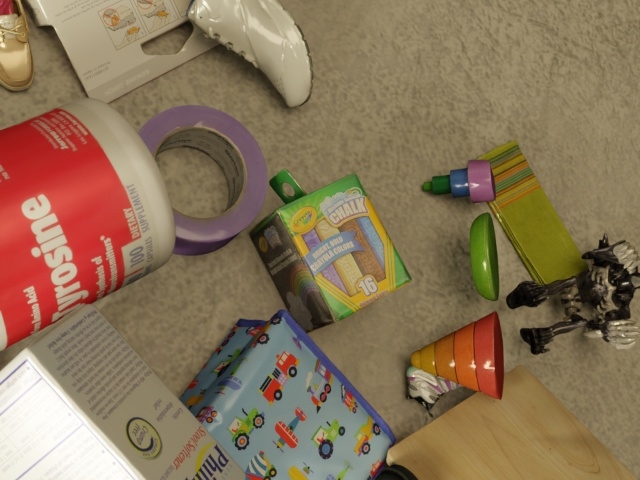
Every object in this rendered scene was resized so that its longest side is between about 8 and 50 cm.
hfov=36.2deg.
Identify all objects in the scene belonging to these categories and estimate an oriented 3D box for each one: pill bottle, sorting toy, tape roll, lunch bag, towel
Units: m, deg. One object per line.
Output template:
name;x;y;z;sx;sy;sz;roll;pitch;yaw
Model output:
pill bottle;-0.389;0.012;1.104;0.408;0.229;0.229;-29;88;-28
sorting toy;0.191;0.050;1.400;0.126;0.127;0.365;-6;63;16
sorting toy;0.259;0.336;1.310;0.255;0.089;0.257;-26;57;-27
tape roll;-0.171;-0.079;1.308;0.189;0.080;0.189;5;75;-20
lunch bag;-0.036;0.270;1.250;0.293;0.138;0.221;45;62;-16
towel;0.327;-0.039;1.526;0.102;0.021;0.237;-29;88;-25

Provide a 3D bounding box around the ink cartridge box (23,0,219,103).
ink cartridge box;-0.261;-0.363;1.360;0.296;0.066;0.261;-34;115;-26

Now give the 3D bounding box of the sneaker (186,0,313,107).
sneaker;-0.113;-0.311;1.376;0.129;0.111;0.297;-34;105;-8

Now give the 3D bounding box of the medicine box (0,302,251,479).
medicine box;-0.269;0.268;1.061;0.289;0.263;0.149;49;20;-4

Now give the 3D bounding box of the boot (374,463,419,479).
boot;0.039;0.416;1.201;0.207;0.094;0.246;-3;92;-38

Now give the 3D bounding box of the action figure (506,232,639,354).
action figure;0.417;0.084;1.457;0.276;0.141;0.164;-17;100;-31

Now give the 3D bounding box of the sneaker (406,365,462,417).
sneaker;0.166;0.217;1.386;0.098;0.038;0.069;9;74;-9

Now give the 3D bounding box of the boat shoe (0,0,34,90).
boat shoe;-0.415;-0.281;1.278;0.063;0.059;0.170;-16;82;-25

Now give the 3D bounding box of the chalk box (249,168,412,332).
chalk box;0.000;0.000;1.325;0.132;0.132;0.213;-25;87;-25
